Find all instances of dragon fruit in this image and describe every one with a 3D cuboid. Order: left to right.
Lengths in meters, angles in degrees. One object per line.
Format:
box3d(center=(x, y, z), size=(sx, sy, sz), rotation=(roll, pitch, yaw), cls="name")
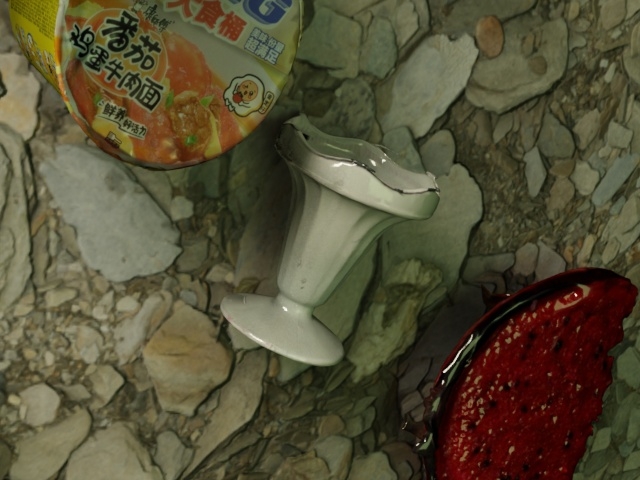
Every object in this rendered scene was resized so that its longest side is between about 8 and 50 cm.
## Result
box3d(center=(0.211, 0.173, 1.358), size=(0.282, 0.100, 0.343), rotation=(13, 99, -38), cls="dragon fruit")

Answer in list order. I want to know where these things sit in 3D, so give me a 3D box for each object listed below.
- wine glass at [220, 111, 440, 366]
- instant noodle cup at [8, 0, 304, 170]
box3d(center=(0.000, 0.000, 1.087), size=(0.165, 0.165, 0.196), rotation=(16, 108, -41), cls="wine glass")
box3d(center=(-0.139, -0.171, 0.897), size=(0.205, 0.153, 0.205), rotation=(-18, 122, -32), cls="instant noodle cup")
